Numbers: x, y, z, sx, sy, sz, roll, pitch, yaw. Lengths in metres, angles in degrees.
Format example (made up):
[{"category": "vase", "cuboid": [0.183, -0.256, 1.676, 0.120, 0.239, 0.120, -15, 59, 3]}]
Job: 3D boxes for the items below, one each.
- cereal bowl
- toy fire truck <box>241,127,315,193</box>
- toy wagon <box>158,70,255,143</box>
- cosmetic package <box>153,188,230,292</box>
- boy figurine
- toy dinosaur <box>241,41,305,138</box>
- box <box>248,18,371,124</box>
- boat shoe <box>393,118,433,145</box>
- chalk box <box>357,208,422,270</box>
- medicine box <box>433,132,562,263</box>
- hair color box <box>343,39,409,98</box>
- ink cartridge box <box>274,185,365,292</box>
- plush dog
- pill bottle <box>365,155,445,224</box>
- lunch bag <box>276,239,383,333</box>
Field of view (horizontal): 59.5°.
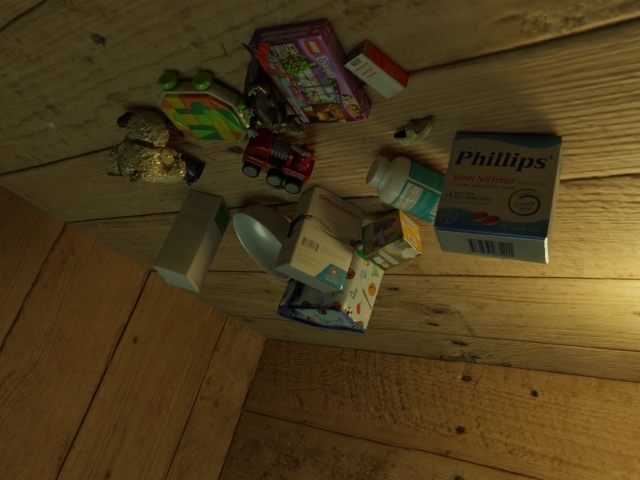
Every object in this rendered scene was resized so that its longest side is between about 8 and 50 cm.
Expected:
[{"category": "cereal bowl", "cuboid": [-0.185, -0.011, 2.225, 0.339, 0.141, 0.339, 37, 151, 25]}, {"category": "toy fire truck", "cuboid": [-0.115, -0.263, 1.692, 0.217, 0.158, 0.246, 22, 145, -8]}, {"category": "toy wagon", "cuboid": [-0.305, -0.380, 1.641, 0.345, 0.068, 0.267, 8, 155, 24]}, {"category": "cosmetic package", "cuboid": [-0.517, 0.002, 2.287, 0.155, 0.365, 0.197, 14, 158, 9]}, {"category": "boy figurine", "cuboid": [-0.565, -0.297, 1.998, 0.285, 0.092, 0.177, 30, 155, -24]}, {"category": "toy dinosaur", "cuboid": [-0.157, -0.372, 1.466, 0.121, 0.160, 0.313, -21, 128, 17]}, {"category": "box", "cuboid": [-0.019, -0.404, 1.386, 0.201, 0.057, 0.293, 3, 153, 30]}, {"category": "boat shoe", "cuboid": [0.242, -0.286, 1.473, 0.045, 0.050, 0.135, 22, 158, -23]}, {"category": "chalk box", "cuboid": [0.230, 0.009, 1.968, 0.213, 0.132, 0.132, -26, 136, 30]}, {"category": "medicine box", "cuboid": [0.450, -0.111, 1.407, 0.264, 0.289, 0.149, 7, 157, 25]}, {"category": "hair color box", "cuboid": [0.132, -0.397, 1.309, 0.141, 0.043, 0.072, 29, 155, -28]}, {"category": "ink cartridge box", "cuboid": [0.000, 0.000, 1.975, 0.223, 0.307, 0.129, 28, 158, -22]}, {"category": "plush dog", "cuboid": [-0.570, -0.308, 1.816, 0.263, 0.225, 0.210, 11, -169, -3]}, {"category": "pill bottle", "cuboid": [0.269, -0.153, 1.634, 0.264, 0.146, 0.146, 24, 157, -12]}, {"category": "lunch bag", "cuboid": [0.019, 0.174, 2.253, 0.386, 0.327, 0.239, 0, 147, 41]}]
